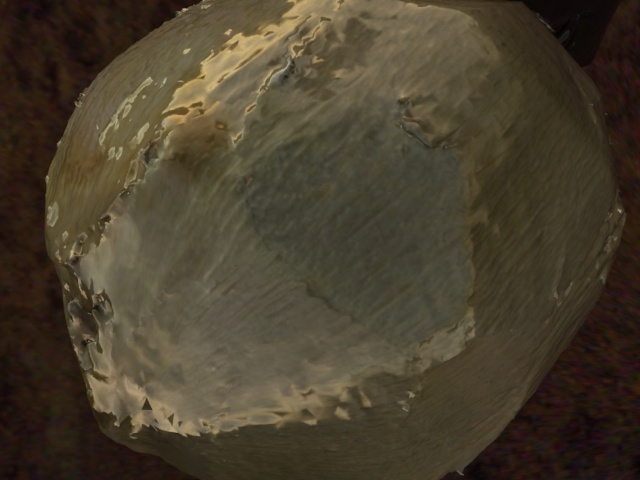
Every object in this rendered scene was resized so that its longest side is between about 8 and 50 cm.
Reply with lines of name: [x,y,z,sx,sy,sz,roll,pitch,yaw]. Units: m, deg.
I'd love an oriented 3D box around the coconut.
coconut: [0.000,0.000,0.957,0.346,0.346,0.360,30,59,19]

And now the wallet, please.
wallet: [0.179,-0.167,1.265,0.049,0.229,0.182,41,134,21]
